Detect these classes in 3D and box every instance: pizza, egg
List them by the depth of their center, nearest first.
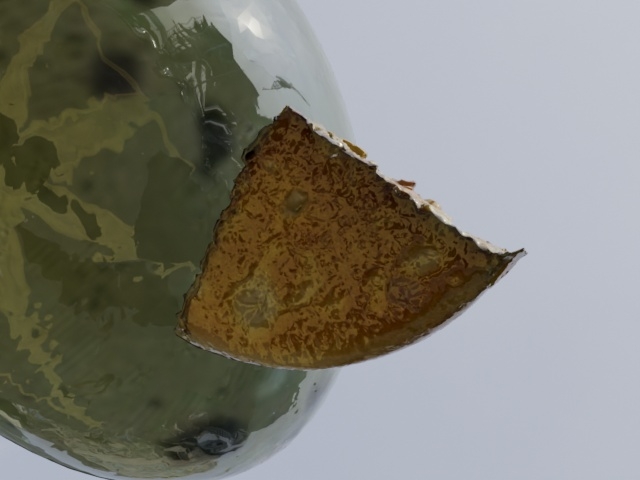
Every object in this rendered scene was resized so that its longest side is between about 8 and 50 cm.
[{"bbox_3d":[0.000,0.000,0.690,0.178,0.041,0.130,-26,-88,17],"label":"pizza"},{"bbox_3d":[-0.144,-0.040,0.933,0.345,0.345,0.428,-36,-94,28],"label":"egg"}]
